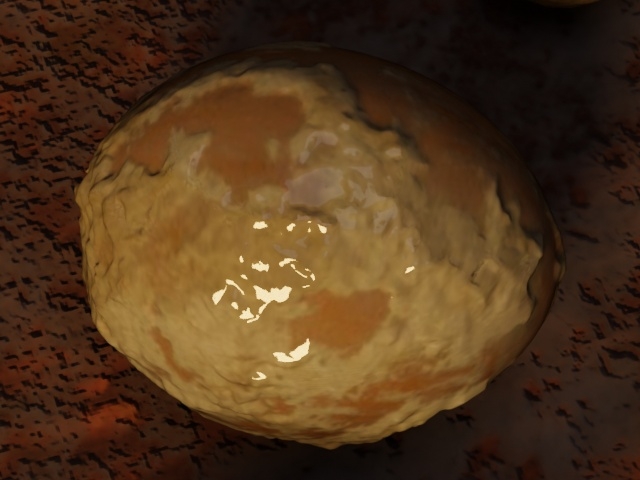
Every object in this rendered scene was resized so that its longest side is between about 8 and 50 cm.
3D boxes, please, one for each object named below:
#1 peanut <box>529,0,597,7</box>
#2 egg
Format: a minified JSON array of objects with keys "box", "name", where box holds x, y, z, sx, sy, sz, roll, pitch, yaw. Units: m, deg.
[{"box":[0.209,-0.211,1.132,0.263,0.101,0.117,-18,49,-14],"name":"peanut"},{"box":[0.000,0.000,0.955,0.245,0.203,0.203,7,64,-2],"name":"egg"}]
